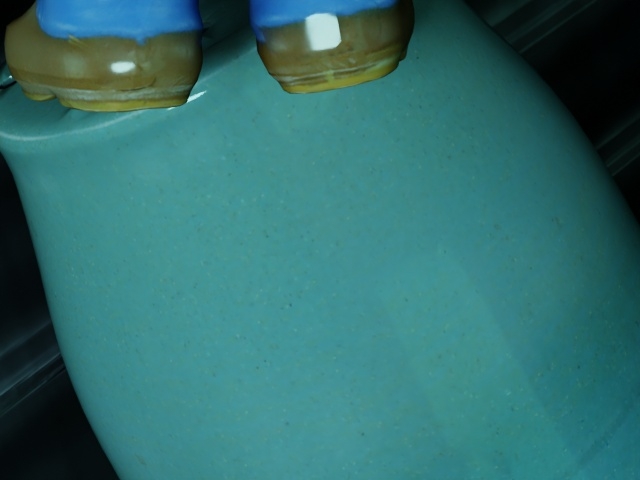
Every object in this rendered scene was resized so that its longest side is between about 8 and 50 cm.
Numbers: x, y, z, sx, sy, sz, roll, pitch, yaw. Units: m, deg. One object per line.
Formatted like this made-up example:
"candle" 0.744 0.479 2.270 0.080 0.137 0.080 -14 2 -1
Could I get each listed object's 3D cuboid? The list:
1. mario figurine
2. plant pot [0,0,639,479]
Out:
"mario figurine" -0.044 -0.209 0.497 0.198 0.170 0.321 -17 109 -47
"plant pot" 0.000 0.000 0.679 0.271 0.271 0.255 -43 121 -24
